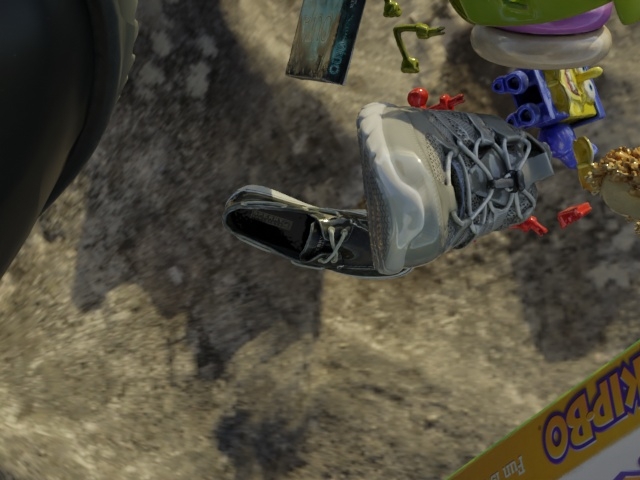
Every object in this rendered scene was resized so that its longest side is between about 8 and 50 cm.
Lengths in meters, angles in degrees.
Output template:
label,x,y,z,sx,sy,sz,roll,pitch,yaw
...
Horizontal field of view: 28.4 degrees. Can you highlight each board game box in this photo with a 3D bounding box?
label,x,y,z,sx,sy,sz,roll,pitch,yaw
board game box,0.126,0.088,0.477,0.124,0.259,0.039,11,51,-27
board game box,0.007,-0.236,1.395,0.026,0.186,0.126,13,95,-16

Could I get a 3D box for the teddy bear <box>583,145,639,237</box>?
label,x,y,z,sx,sy,sz,roll,pitch,yaw
teddy bear,0.375,-0.053,0.969,0.245,0.338,0.113,34,55,-18

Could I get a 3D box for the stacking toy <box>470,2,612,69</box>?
label,x,y,z,sx,sy,sz,roll,pitch,yaw
stacking toy,0.224,-0.339,1.222,0.141,0.141,0.330,-7,113,-18

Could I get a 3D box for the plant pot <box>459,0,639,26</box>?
label,x,y,z,sx,sy,sz,roll,pitch,yaw
plant pot,0.218,-0.295,0.934,0.228,0.207,0.227,-35,120,-19

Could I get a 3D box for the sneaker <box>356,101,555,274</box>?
label,x,y,z,sx,sy,sz,roll,pitch,yaw
sneaker,0.096,-0.050,0.845,0.115,0.281,0.105,-4,102,16

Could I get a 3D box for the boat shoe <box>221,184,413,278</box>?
label,x,y,z,sx,sy,sz,roll,pitch,yaw
boat shoe,0.000,0.000,1.365,0.219,0.070,0.077,14,107,1

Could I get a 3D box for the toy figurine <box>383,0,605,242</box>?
label,x,y,z,sx,sy,sz,roll,pitch,yaw
toy figurine,0.234,-0.194,1.488,0.217,0.191,0.362,-21,90,-54

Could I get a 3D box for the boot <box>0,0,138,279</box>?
label,x,y,z,sx,sy,sz,roll,pitch,yaw
boot,-0.210,0.117,0.401,0.146,0.367,0.445,23,55,-10
